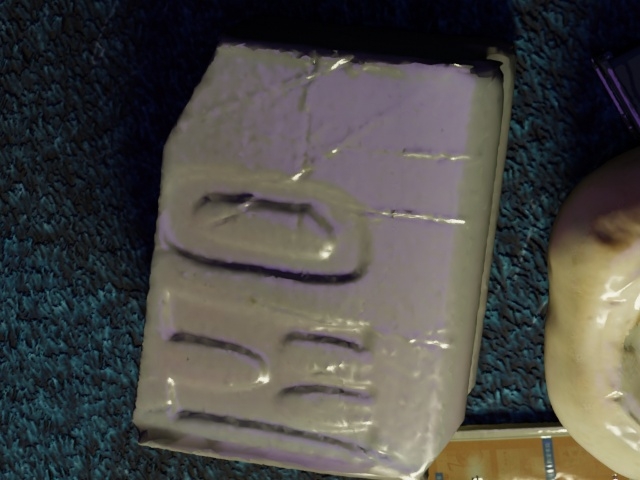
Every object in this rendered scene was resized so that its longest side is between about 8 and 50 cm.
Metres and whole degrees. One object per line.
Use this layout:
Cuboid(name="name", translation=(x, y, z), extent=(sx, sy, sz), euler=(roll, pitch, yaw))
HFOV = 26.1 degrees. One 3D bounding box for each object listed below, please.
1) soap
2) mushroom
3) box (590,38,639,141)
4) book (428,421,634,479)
Cuboid(name="soap", translation=(0.000, 0.000, 1.377), extent=(0.350, 0.213, 0.435), euler=(11, 108, 10))
Cuboid(name="mushroom", translation=(0.348, 0.077, 1.287), extent=(0.325, 0.353, 0.353), euler=(49, 113, 27))
Cuboid(name="box", translation=(0.311, -0.148, 1.337), extent=(0.054, 0.074, 0.099), euler=(-31, 98, 5))
Cuboid(name="book", translation=(0.228, 0.279, 1.509), extent=(0.241, 0.018, 0.170), euler=(-5, 106, 14))
